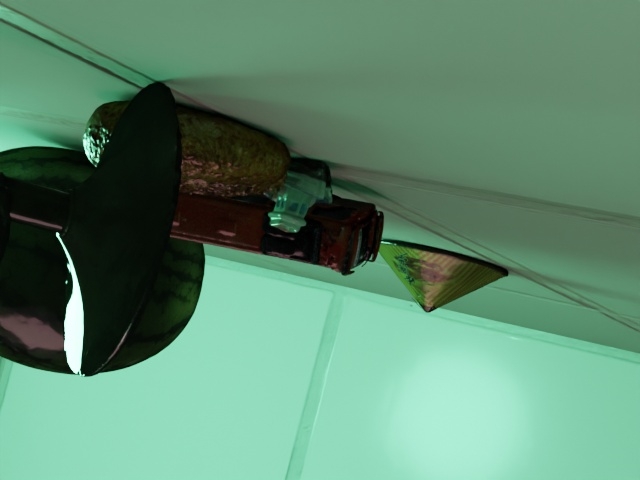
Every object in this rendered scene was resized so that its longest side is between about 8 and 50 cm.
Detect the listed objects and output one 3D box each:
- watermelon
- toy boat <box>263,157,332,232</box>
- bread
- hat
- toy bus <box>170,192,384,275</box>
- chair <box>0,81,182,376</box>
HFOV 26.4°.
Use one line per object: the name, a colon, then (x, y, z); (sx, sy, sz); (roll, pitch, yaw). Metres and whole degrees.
watermelon: (-0.320, 0.023, 1.673); (0.359, 0.279, 0.279); (18, 175, -23)
toy boat: (-0.028, -0.041, 1.262); (0.059, 0.066, 0.140); (20, 173, -24)
bread: (-0.114, -0.073, 1.168); (0.193, 0.064, 0.193); (11, 175, 1)
hat: (0.155, 0.058, 1.861); (0.193, 0.082, 0.193); (13, 175, 1)
toy bus: (-0.058, -0.021, 1.368); (0.235, 0.073, 0.096); (12, -159, 14)
chair: (-0.318, -0.059, 0.928); (0.401, 0.226, 0.226); (17, 175, -24)
